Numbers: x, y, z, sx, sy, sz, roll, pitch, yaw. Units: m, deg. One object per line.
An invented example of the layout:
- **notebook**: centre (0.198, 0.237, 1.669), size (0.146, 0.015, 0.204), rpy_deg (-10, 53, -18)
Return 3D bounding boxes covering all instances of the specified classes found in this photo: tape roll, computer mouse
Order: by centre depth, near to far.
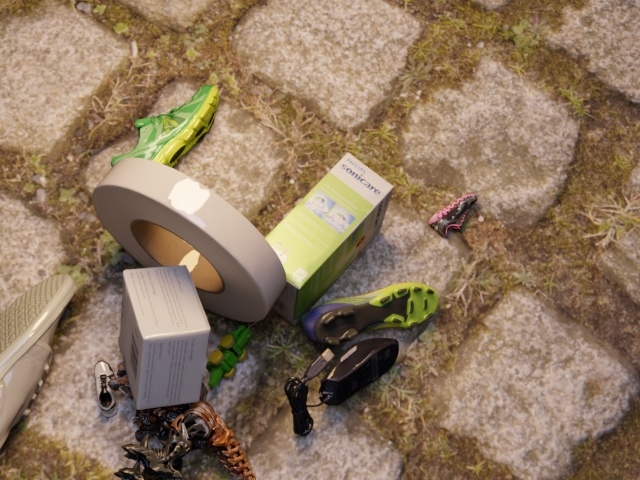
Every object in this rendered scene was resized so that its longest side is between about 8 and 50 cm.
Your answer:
- **tape roll**: centre (-0.241, 0.005, 1.813), size (0.392, 0.392, 0.072), rpy_deg (30, 66, 9)
- **computer mouse**: centre (0.031, 0.234, 1.854), size (0.262, 0.184, 0.060), rpy_deg (-36, 54, -17)

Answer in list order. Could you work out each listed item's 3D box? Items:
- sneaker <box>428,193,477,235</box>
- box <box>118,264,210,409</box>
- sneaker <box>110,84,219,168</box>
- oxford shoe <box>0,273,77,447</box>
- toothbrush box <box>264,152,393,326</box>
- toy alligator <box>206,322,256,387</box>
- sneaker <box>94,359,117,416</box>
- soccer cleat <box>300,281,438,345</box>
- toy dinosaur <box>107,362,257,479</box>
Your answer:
- **sneaker**: centre (0.284, -0.051, 2.076), size (0.119, 0.047, 0.057), rpy_deg (-33, 79, -10)
- **box**: centre (-0.281, 0.169, 1.768), size (0.119, 0.181, 0.182), rpy_deg (-4, 40, -22)
- **sneaker**: centre (-0.318, -0.230, 2.065), size (0.123, 0.109, 0.295), rpy_deg (37, 68, 7)
- **oxford shoe**: centre (-0.572, 0.254, 1.823), size (0.130, 0.169, 0.449), rpy_deg (46, 53, -29)
- **toothbrush box**: centre (0.000, 0.000, 1.935), size (0.122, 0.206, 0.283), rpy_deg (37, 67, 12)
- **toy alligator**: centre (-0.170, 0.200, 1.918), size (0.051, 0.056, 0.189), rpy_deg (9, 57, 45)
- **sneaker**: centre (-0.401, 0.273, 1.866), size (0.040, 0.044, 0.109), rpy_deg (-14, 66, -9)
- **soccer cleat**: centre (0.096, 0.133, 1.947), size (0.289, 0.121, 0.093), rpy_deg (-13, 105, -26)
- **toy dinosaur**: centre (-0.253, 0.344, 1.797), size (0.322, 0.164, 0.218), rpy_deg (21, 48, 24)
